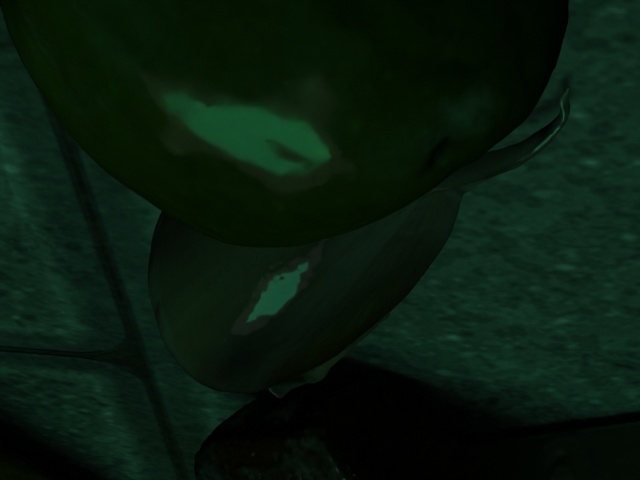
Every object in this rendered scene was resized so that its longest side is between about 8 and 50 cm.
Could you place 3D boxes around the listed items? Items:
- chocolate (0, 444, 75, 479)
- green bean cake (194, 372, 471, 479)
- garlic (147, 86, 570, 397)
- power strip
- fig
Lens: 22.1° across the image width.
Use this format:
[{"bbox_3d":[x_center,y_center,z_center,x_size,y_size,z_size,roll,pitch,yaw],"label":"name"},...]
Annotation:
[{"bbox_3d":[-0.247,0.221,1.250,0.162,0.162,0.445,-9,154,28],"label":"chocolate"},{"bbox_3d":[0.039,0.200,1.049,0.199,0.232,0.097,-17,-171,36],"label":"green bean cake"},{"bbox_3d":[0.000,0.000,0.787,0.128,0.148,0.266,49,150,-2],"label":"garlic"},{"bbox_3d":[0.132,0.189,1.115,0.257,0.105,0.070,-12,154,32],"label":"power strip"},{"bbox_3d":[-0.029,-0.085,0.538,0.233,0.167,0.167,20,152,-41],"label":"fig"}]
